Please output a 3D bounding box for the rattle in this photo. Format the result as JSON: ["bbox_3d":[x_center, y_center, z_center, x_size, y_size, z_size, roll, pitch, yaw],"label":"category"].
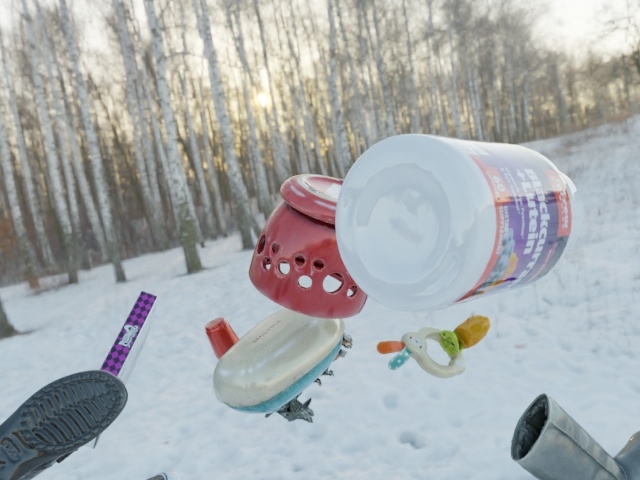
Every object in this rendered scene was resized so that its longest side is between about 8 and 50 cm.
[{"bbox_3d":[0.239,0.213,1.479,0.199,0.130,0.142,17,-31,-23],"label":"rattle"}]

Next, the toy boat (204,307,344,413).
[{"bbox_3d":[-0.094,0.214,1.261,0.267,0.148,0.318,-36,19,-33],"label":"toy boat"}]

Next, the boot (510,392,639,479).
[{"bbox_3d":[0.364,0.277,0.944,0.190,0.208,0.076,-53,4,-37],"label":"boot"}]

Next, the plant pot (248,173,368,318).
[{"bbox_3d":[0.000,0.000,1.068,0.191,0.174,0.191,14,19,-5],"label":"plant pot"}]

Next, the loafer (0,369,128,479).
[{"bbox_3d":[-0.324,0.224,0.805,0.220,0.080,0.078,-31,-8,-16],"label":"loafer"}]

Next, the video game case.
[{"bbox_3d":[-0.385,0.244,1.336,0.041,0.210,0.232,22,41,-6],"label":"video game case"}]

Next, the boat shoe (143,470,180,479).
[{"bbox_3d":[-0.400,0.568,1.491,0.102,0.108,0.301,18,-41,-33],"label":"boat shoe"}]

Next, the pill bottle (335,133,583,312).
[{"bbox_3d":[0.109,-0.015,0.485,0.108,0.108,0.193,-5,0,40],"label":"pill bottle"}]

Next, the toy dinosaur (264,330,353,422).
[{"bbox_3d":[-0.071,0.269,1.567,0.321,0.219,0.164,8,23,-24],"label":"toy dinosaur"}]
